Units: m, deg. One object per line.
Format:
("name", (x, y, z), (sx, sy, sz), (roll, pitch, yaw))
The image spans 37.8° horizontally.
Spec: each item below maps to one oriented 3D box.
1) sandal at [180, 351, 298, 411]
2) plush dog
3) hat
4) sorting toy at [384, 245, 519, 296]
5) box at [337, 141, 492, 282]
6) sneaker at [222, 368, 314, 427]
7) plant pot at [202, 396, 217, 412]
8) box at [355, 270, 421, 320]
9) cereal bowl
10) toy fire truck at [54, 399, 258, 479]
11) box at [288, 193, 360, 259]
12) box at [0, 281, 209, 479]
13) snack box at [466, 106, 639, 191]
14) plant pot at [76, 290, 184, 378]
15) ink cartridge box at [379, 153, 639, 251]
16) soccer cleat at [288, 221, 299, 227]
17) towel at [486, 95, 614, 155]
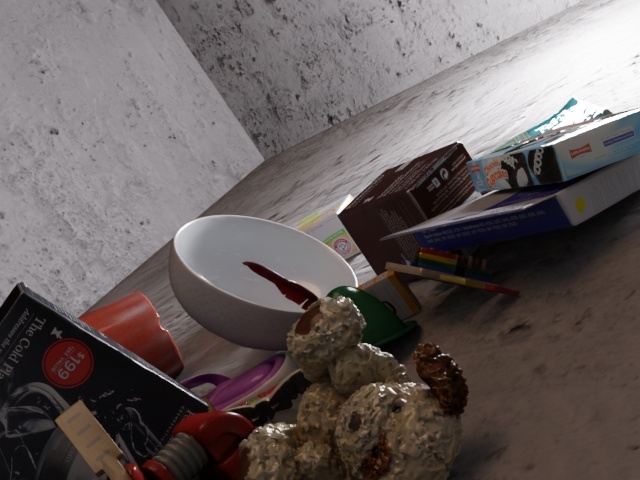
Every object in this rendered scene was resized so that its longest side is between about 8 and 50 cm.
("sandal", (-0.224, 0.284, 1.604), (0.416, 0.102, 0.169), (-31, 13, 14))
("plush dog", (0.061, 0.219, 1.056), (0.225, 0.210, 0.262), (12, 74, 54))
("hat", (0.031, 0.076, 1.423), (0.173, 0.183, 0.208), (-21, -1, 25))
("sorting toy", (0.188, 0.040, 1.409), (0.274, 0.132, 0.046), (-171, 93, -71))
("box", (0.178, -0.042, 1.646), (0.168, 0.167, 0.203), (-44, 16, -35))
("sneaker", (-0.071, 0.266, 1.366), (0.279, 0.107, 0.118), (-28, -5, 12))
("plant pot", (-0.177, 0.310, 1.455), (0.081, 0.081, 0.083), (-38, 24, -14))
("box", (0.085, 0.108, 1.522), (0.136, 0.081, 0.028), (-28, 18, 24))
("cereal bowl", (-0.113, 0.092, 1.676), (0.339, 0.339, 0.141), (-62, -8, -64))
("toy fire truck", (-0.201, 0.287, 1.209), (0.158, 0.246, 0.217), (-17, 21, 51))
("box", (0.000, 0.000, 2.084), (0.203, 0.103, 0.114), (-28, 14, 27))
("box", (-0.389, 0.287, 1.327), (0.343, 0.312, 0.179), (-58, 18, -10))
("snack box", (0.368, -0.136, 1.413), (0.187, 0.060, 0.322), (-21, 4, -12))
("plant pot", (-0.451, 0.256, 1.980), (0.265, 0.272, 0.272), (-30, 11, -18))
("ink cartridge box", (0.299, -0.043, 1.417), (0.307, 0.072, 0.303), (-26, 8, -35))
("soccer cleat", (-0.113, 0.020, 2.264), (0.108, 0.116, 0.318), (-24, 16, 38))
("towel", (0.389, -0.162, 1.853), (0.370, 0.040, 0.271), (-32, 12, 9))
